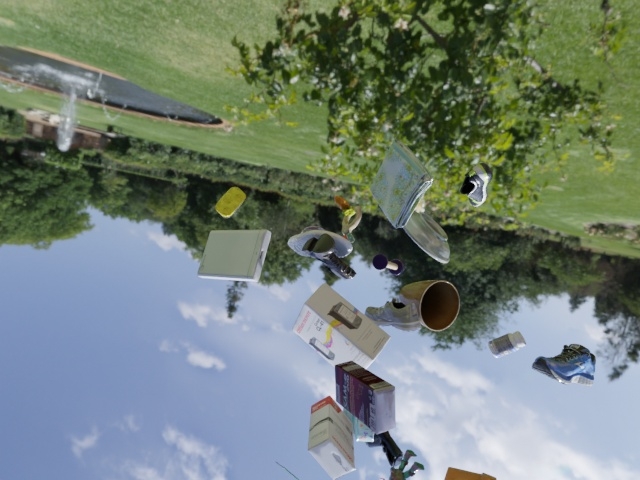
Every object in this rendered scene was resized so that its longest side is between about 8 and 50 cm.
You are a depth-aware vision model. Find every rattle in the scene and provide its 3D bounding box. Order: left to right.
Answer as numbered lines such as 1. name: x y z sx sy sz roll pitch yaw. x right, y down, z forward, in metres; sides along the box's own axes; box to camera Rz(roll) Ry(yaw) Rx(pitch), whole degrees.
1. rattle: 0.111 -0.091 2.029 0.130 0.200 0.142 10 161 45

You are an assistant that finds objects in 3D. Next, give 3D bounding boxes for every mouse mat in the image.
1. mouse mat: -0.123 1.045 1.901 0.152 0.007 0.189 42 155 -5

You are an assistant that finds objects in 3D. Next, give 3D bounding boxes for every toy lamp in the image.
1. toy lamp: 0.316 0.111 1.933 0.080 0.080 0.274 16 177 31

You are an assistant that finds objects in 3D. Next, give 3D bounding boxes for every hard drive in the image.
1. hard drive: -0.398 0.064 1.946 0.352 0.233 0.047 0 158 34

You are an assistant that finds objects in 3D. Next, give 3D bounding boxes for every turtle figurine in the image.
1. turtle figurine: 0.372 1.086 1.948 0.118 0.234 0.175 22 -168 -42

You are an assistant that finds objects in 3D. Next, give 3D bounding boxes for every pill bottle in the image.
1. pill bottle: 0.803 0.446 1.840 0.137 0.078 0.078 -34 160 28

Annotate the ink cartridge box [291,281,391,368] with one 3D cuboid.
1. ink cartridge box: 0.066 0.336 1.549 0.306 0.226 0.131 37 -130 11

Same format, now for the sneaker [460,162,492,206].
1. sneaker: 0.531 -0.190 1.510 0.097 0.084 0.235 -26 150 -2

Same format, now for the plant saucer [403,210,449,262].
1. plant saucer: 0.605 -0.052 2.408 0.400 0.100 0.400 35 -156 -18

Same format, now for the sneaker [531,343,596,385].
1. sneaker: 0.926 0.455 1.617 0.329 0.147 0.129 13 -177 -32

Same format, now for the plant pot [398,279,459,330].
1. plant pot: 0.505 0.294 2.096 0.237 0.237 0.254 10 180 -24

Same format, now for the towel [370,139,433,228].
1. towel: 0.392 -0.288 2.166 0.090 0.321 0.375 9 -143 -27

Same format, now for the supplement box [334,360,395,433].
1. supplement box: 0.132 0.475 1.321 0.073 0.130 0.239 -4 -175 -27

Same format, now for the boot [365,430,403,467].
1. boot: 0.338 1.112 2.280 0.094 0.247 0.207 -9 -135 -27

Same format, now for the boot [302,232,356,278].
1. boot: 0.060 0.076 1.737 0.229 0.091 0.263 39 166 -18

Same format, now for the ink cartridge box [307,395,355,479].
1. ink cartridge box: 0.050 0.854 1.866 0.197 0.114 0.273 54 -169 -13

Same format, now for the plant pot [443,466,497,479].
1. plant pot: 0.632 1.148 1.886 0.203 0.291 0.291 17 -173 23

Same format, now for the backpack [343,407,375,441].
1. backpack: 0.209 0.907 2.199 0.190 0.225 0.253 0 178 -1

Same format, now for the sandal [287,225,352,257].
1. sandal: -0.010 -0.009 1.906 0.169 0.102 0.416 43 154 -29

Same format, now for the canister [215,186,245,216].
1. canister: -0.372 -0.153 1.771 0.073 0.126 0.170 41 171 -8

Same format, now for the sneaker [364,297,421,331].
1. sneaker: 0.286 0.280 1.696 0.105 0.115 0.281 -4 -178 -38
